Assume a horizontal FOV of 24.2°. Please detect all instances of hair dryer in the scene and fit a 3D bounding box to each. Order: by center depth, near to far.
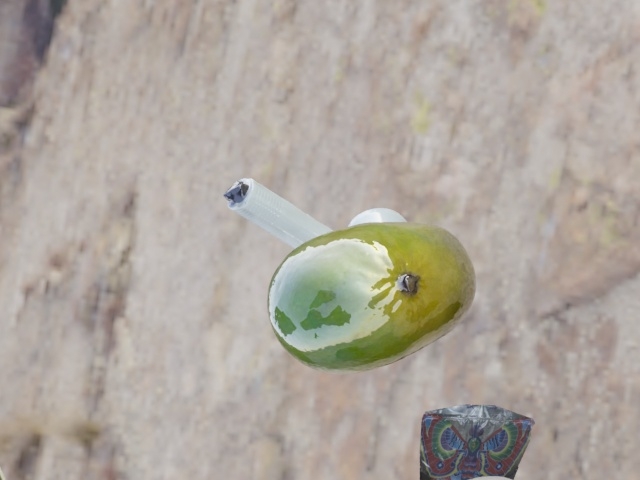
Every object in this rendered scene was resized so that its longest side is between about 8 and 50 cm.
[{"bbox_3d":[0.000,0.000,1.379,0.073,0.236,0.131,-44,36,27],"label":"hair dryer"}]

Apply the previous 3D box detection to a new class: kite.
[{"bbox_3d":[0.160,0.326,1.718,0.015,0.152,0.285,31,113,62],"label":"kite"}]

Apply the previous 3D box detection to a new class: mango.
[{"bbox_3d":[0.031,0.029,0.890,0.191,0.122,0.085,-42,-72,-84],"label":"mango"}]

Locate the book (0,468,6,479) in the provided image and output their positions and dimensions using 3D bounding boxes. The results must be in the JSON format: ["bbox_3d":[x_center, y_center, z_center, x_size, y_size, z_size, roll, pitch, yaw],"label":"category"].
[{"bbox_3d":[-0.429,0.186,1.104,0.239,0.352,0.035,57,168,28],"label":"book"}]

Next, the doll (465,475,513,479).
[{"bbox_3d":[0.105,0.279,0.916,0.330,0.235,0.174,56,-162,-50],"label":"doll"}]
